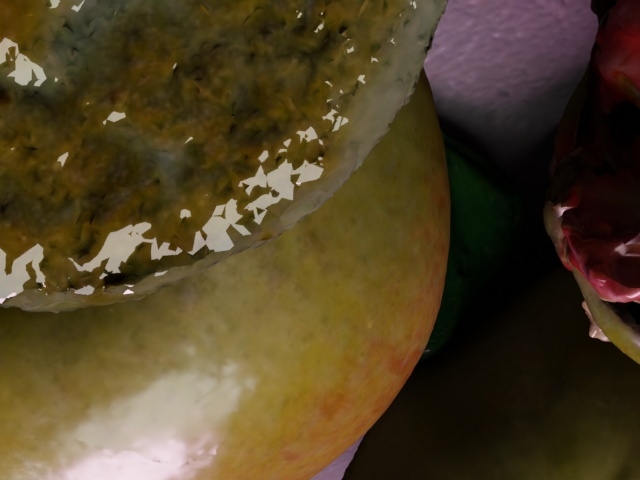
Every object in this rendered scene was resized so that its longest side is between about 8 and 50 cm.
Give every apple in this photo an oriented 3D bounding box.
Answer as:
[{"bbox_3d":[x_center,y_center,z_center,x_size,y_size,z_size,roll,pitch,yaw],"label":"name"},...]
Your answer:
[{"bbox_3d":[-0.075,-0.011,0.700,0.261,0.260,0.194,-20,175,0],"label":"apple"},{"bbox_3d":[0.158,0.148,1.016,0.312,0.320,0.360,9,178,17],"label":"apple"}]

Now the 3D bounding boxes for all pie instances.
[{"bbox_3d":[-0.095,-0.124,0.555,0.323,0.070,0.323,-2,105,-8],"label":"pie"}]

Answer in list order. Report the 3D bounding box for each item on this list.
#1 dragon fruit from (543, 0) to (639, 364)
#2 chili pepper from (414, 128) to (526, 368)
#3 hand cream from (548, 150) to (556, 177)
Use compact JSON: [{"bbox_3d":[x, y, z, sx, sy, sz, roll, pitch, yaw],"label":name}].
[{"bbox_3d":[0.229,-0.045,0.820,0.303,0.231,0.237,-25,127,-11],"label":"dragon fruit"},{"bbox_3d":[0.001,0.005,0.893,0.148,0.116,0.264,-34,147,18],"label":"chili pepper"},{"bbox_3d":[0.200,-0.030,1.033,0.210,0.043,0.067,5,143,-44],"label":"hand cream"}]
